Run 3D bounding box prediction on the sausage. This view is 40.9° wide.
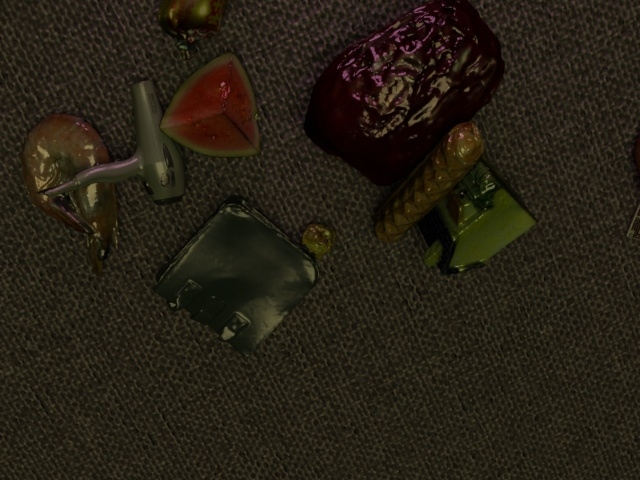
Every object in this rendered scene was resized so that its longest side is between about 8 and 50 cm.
[{"bbox_3d":[-0.206,-0.469,1.485,0.117,0.125,0.317,25,107,30],"label":"sausage"}]

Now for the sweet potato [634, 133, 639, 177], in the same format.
[{"bbox_3d":[0.666,-0.163,1.706,0.078,0.058,0.255,-2,96,15],"label":"sweet potato"}]

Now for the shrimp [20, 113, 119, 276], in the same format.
[{"bbox_3d":[-0.466,-0.080,1.612,0.168,0.077,0.317,-5,104,6],"label":"shrimp"}]

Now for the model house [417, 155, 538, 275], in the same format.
[{"bbox_3d":[0.256,-0.060,1.622,0.211,0.194,0.170,-42,128,17],"label":"model house"}]

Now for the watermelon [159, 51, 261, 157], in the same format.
[{"bbox_3d":[-0.188,-0.250,1.578,0.193,0.137,0.145,12,62,-20],"label":"watermelon"}]

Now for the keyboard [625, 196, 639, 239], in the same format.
[{"bbox_3d":[0.679,-0.079,1.761,0.055,0.017,0.165,15,105,-10],"label":"keyboard"}]

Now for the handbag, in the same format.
[{"bbox_3d":[-0.161,0.074,1.686,0.247,0.079,0.260,40,100,-15],"label":"handbag"}]

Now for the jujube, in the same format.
[{"bbox_3d":[0.151,-0.262,1.538,0.377,0.258,0.258,-34,108,12],"label":"jujube"}]

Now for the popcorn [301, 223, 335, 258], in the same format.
[{"bbox_3d":[0.001,-0.003,1.690,0.060,0.068,0.083,-37,143,25],"label":"popcorn"}]

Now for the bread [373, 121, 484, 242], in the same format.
[{"bbox_3d":[0.189,-0.096,1.562,0.077,0.367,0.084,9,61,-17],"label":"bread"}]

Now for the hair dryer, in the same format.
[{"bbox_3d":[-0.366,-0.183,1.550,0.267,0.092,0.229,3,90,-34],"label":"hair dryer"}]
